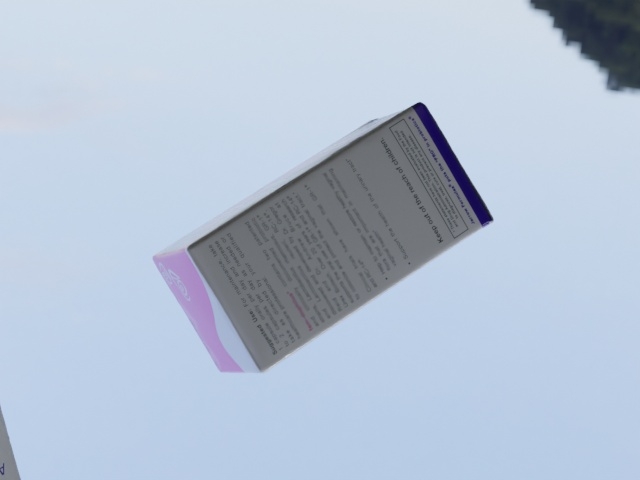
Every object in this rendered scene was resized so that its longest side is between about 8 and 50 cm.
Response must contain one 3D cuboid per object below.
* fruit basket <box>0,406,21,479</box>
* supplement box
[{"bbox_3d":[-0.311,0.059,0.895,0.165,0.353,0.327,0,-159,44],"label":"fruit basket"},{"bbox_3d":[0.000,0.000,1.300,0.220,0.114,0.111,-34,-172,-19],"label":"supplement box"}]
